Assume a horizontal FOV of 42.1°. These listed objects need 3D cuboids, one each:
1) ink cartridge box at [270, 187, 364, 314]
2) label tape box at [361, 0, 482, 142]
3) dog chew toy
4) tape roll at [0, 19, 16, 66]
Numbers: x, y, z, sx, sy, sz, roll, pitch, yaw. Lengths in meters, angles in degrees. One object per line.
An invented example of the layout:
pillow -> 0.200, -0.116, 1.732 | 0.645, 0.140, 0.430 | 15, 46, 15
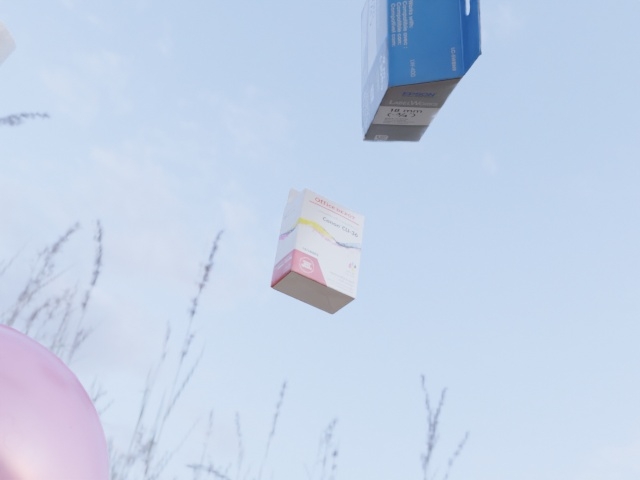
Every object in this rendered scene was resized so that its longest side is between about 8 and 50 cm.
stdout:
ink cartridge box -> 0.000, 0.000, 1.282 | 0.115, 0.198, 0.067 | 25, -40, -22
label tape box -> 0.136, -0.314, 1.237 | 0.106, 0.240, 0.333 | 2, -14, -6
dog chew toy -> -0.245, 0.163, 0.580 | 0.207, 0.206, 0.332 | 15, -12, -5
tape roll -> -0.669, -0.348, 1.408 | 0.246, 0.169, 0.246 | 32, -14, 9
